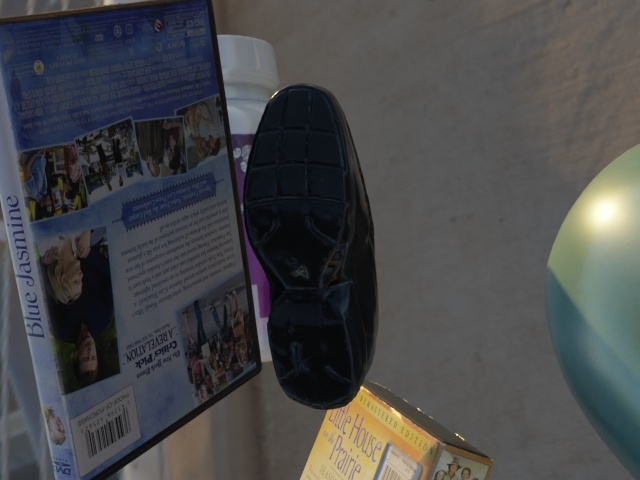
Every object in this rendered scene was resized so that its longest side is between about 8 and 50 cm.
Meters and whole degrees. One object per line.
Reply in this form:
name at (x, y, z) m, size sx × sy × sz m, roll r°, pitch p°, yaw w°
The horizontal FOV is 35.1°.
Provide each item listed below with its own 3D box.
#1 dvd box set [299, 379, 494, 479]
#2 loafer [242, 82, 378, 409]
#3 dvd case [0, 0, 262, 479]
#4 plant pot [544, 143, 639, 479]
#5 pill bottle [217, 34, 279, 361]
dvd box set at (0.011, 0.361, 1.000) m, size 0.420 × 0.062 × 0.308 m, roll -69°, pitch 16°, yaw -2°
loafer at (0.000, 0.000, 0.529) m, size 0.062 × 0.061 × 0.170 m, roll 6°, pitch 109°, yaw 22°
dvd case at (-0.105, -0.008, 0.584) m, size 0.022 × 0.180 × 0.252 m, roll 2°, pitch 107°, yaw 30°
plant pot at (0.291, 0.053, 0.667) m, size 0.235 × 0.293 × 0.293 m, roll 42°, pitch 110°, yaw 49°
pill bottle at (-0.091, -0.032, 0.962) m, size 0.169 × 0.169 × 0.301 m, roll -13°, pitch 81°, yaw 45°
